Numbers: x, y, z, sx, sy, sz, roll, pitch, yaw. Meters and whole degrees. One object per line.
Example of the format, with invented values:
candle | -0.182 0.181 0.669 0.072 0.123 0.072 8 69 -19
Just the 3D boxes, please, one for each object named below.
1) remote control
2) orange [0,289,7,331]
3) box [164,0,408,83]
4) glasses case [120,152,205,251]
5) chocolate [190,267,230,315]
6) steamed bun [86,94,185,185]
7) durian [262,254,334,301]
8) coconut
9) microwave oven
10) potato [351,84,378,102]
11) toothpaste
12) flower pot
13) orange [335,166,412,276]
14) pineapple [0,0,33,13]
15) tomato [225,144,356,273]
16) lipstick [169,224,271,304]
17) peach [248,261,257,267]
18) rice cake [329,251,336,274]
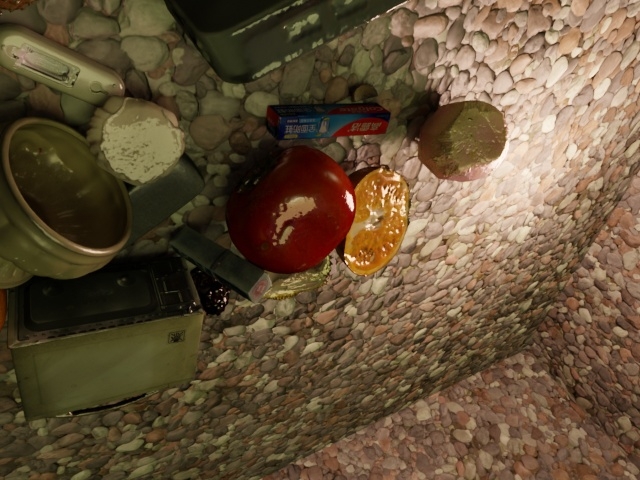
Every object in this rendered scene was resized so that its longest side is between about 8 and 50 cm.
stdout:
remote control | -0.467 -0.309 0.795 0.221 0.042 0.078 18 116 -45
orange | -0.769 0.133 0.820 0.312 0.312 0.312 -19 137 -19
box | -0.053 -0.436 0.688 0.396 0.396 0.111 -31 141 -7
glasses case | -0.425 -0.084 1.015 0.323 0.074 0.131 -36 141 0
chocolate | -0.309 0.158 1.285 0.156 0.133 0.156 -18 139 -17
steamed bun | -0.370 -0.200 0.883 0.182 0.106 0.183 -10 113 -25
durian | -0.077 0.080 1.359 0.249 0.183 0.138 -19 -179 5
coconut | 0.396 -0.282 1.272 0.233 0.245 0.233 -1 99 -7
microwave oven | -0.533 0.231 1.113 0.394 0.247 0.333 -6 130 -31
potato | 0.104 -0.379 1.132 0.093 0.036 0.037 -26 105 -38
toothpaste | 0.025 -0.304 1.111 0.320 0.076 0.066 -12 131 -27
flower pot | -0.543 -0.054 0.815 0.244 0.307 0.307 -25 141 13
orange | 0.147 -0.055 1.304 0.274 0.274 0.310 -22 94 -15
pineapple | -0.507 -0.384 0.661 0.197 0.108 0.108 -28 140 9
tomato | -0.075 -0.078 1.108 0.325 0.293 0.290 -45 123 -1
lipstick | -0.257 0.055 1.105 0.076 0.289 0.077 -51 152 -20
peach | -0.212 0.098 1.353 0.077 0.050 0.083 -27 135 26
rice cake | 0.000 0.000 1.403 0.072 0.056 0.365 -27 139 -13
